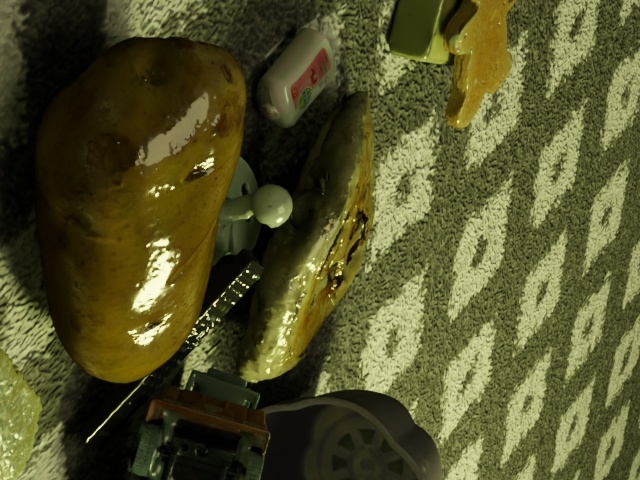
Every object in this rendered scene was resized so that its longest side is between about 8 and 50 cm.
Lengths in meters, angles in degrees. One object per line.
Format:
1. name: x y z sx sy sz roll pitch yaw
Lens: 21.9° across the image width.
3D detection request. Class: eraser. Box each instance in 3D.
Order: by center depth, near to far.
1. eraser: 0.149 -0.265 1.951 0.172 0.058 0.117 -4 112 -62

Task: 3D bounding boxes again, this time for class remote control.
1. remote control: -0.145 0.106 1.601 0.245 0.025 0.063 -47 169 0

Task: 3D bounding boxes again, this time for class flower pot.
1. flower pot: 0.022 0.288 1.954 0.243 0.265 0.265 -27 135 -75

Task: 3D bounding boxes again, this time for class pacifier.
1. pacifier: -0.081 -0.039 1.611 0.150 0.117 0.126 -5 88 -59

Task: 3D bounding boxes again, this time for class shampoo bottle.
1. shampoo bottle: -0.028 -0.162 1.695 0.099 0.043 0.072 -53 151 -30

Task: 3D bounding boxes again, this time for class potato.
1. potato: -0.161 -0.022 1.433 0.195 0.176 0.369 -100 -164 -49

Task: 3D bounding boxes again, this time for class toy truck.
1. toy truck: -0.150 0.309 1.701 0.184 0.133 0.338 -84 -169 -76

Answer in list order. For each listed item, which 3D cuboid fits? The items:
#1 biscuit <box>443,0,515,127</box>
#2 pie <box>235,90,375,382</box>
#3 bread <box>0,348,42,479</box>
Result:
1. biscuit: 0.187 -0.255 1.928 0.153 0.030 0.234 -49 148 -37
2. pie: -0.001 0.000 1.776 0.339 0.077 0.339 19 90 -83
3. bread: -0.325 0.164 1.353 0.207 0.056 0.286 -61 153 -20
